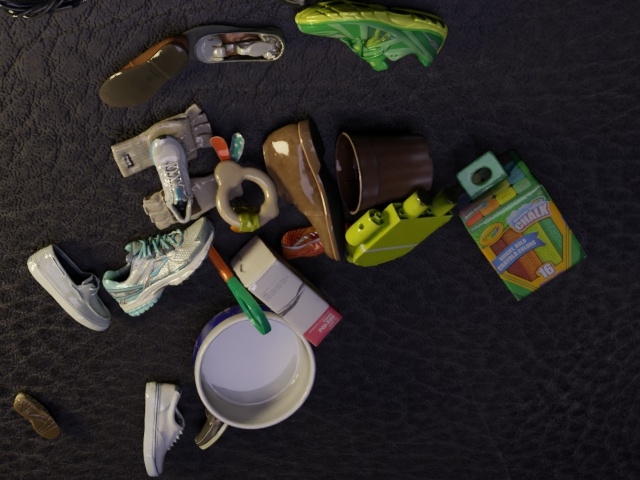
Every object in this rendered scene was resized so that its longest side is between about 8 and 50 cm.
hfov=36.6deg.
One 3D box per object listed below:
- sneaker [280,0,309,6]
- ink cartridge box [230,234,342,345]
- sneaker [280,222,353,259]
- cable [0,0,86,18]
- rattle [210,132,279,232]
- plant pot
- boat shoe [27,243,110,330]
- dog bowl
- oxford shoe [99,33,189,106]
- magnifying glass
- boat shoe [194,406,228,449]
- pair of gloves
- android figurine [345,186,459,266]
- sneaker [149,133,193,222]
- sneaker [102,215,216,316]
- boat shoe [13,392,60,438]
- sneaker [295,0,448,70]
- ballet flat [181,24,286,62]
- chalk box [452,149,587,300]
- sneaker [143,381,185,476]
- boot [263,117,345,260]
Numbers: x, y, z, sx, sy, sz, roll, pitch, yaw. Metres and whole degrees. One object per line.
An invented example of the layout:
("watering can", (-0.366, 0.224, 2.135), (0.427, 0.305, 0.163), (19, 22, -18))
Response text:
("sneaker", (-0.087, -0.494, 1.752), (0.067, 0.078, 0.188), (-35, 121, 11))
("ink cartridge box", (-0.075, 0.104, 2.057), (0.092, 0.158, 0.218), (-48, 118, 2))
("sneaker", (0.000, 0.000, 2.082), (0.175, 0.064, 0.067), (-7, 147, -5))
("cable", (-0.507, -0.471, 1.709), (0.184, 0.047, 0.150), (-11, 121, -3))
("rattle", (-0.170, -0.117, 1.962), (0.130, 0.143, 0.200), (-32, 96, 3))
("plant pot", (0.131, -0.146, 1.960), (0.165, 0.167, 0.167), (-9, 122, -15))
("boat shoe", (-0.508, 0.099, 2.027), (0.081, 0.079, 0.227), (-33, 117, 15))
("dog bowl", (-0.149, 0.275, 2.142), (0.265, 0.104, 0.265), (-3, 104, -12))
("oxford shoe", (-0.326, -0.319, 1.824), (0.212, 0.076, 0.076), (-25, 125, 24))
("magnifying glass", (-0.175, 0.100, 2.031), (0.026, 0.231, 0.092), (-35, 166, -15))
("boat shoe", (-0.233, 0.386, 2.252), (0.073, 0.080, 0.223), (34, 104, -19))
("pair of gloves", (-0.284, -0.141, 1.945), (0.204, 0.042, 0.240), (-27, 128, -1))
("android figurine", (0.161, -0.024, 2.020), (0.248, 0.056, 0.273), (-7, 156, -41))
("sneaker", (-0.280, -0.117, 1.885), (0.071, 0.083, 0.191), (-17, 127, -6))
("sneaker", (-0.337, 0.040, 2.008), (0.283, 0.110, 0.122), (-41, 115, 14))
("boat shoe", (-0.641, 0.395, 2.199), (0.050, 0.045, 0.135), (-33, 117, 1))
("sneaker", (0.096, -0.384, 1.832), (0.295, 0.109, 0.123), (6, 115, -14))
("ballet flat", (-0.168, -0.367, 1.819), (0.213, 0.068, 0.072), (-5, 121, -7))
("chalk box", (0.397, -0.055, 2.040), (0.180, 0.179, 0.289), (-35, 120, 11))
("sneaker", (-0.362, 0.445, 2.249), (0.091, 0.094, 0.258), (3, 119, -7))
("boot", (-0.027, -0.094, 1.984), (0.115, 0.112, 0.305), (-14, 108, 13))
